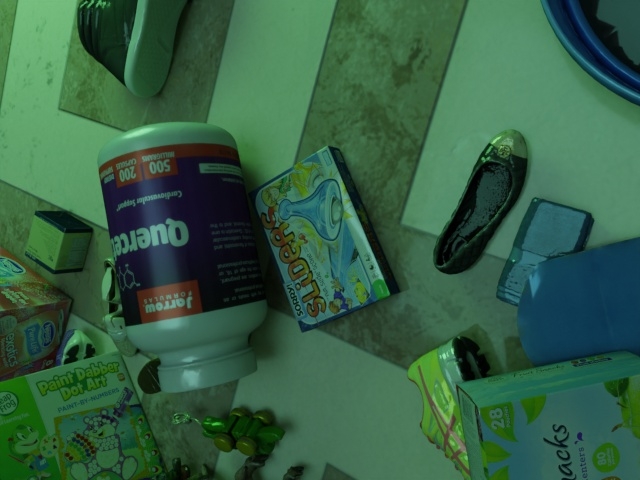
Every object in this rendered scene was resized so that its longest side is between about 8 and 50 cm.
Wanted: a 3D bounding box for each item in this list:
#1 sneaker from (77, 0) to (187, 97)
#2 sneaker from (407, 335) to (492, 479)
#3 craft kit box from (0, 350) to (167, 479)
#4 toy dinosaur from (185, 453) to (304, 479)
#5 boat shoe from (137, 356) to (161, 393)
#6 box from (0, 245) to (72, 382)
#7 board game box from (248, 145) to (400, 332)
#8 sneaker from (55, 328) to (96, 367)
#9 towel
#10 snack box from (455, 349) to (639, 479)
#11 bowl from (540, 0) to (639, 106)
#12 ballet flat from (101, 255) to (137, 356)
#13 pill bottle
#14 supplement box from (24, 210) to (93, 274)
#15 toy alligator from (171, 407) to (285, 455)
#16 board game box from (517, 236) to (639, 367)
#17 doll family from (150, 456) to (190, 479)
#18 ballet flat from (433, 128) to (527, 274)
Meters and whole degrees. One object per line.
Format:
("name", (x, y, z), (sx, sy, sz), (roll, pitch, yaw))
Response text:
("sneaker", (-0.269, -0.373, 0.806), (0.147, 0.105, 0.295), (30, 110, 19))
("sneaker", (0.160, 0.215, 0.617), (0.094, 0.082, 0.208), (-26, 75, 38))
("craft kit box", (-0.358, 0.304, 0.800), (0.061, 0.250, 0.246), (-35, 77, 26))
("toy dinosaur", (-0.082, 0.406, 0.729), (0.296, 0.127, 0.200), (6, 102, 34))
("boat shoe", (-0.219, 0.184, 0.834), (0.135, 0.045, 0.050), (-38, 82, 21))
("box", (-0.607, 0.112, 0.990), (0.300, 0.142, 0.154), (26, 104, 26))
("board game box", (0.000, 0.000, 0.713), (0.136, 0.035, 0.201), (-28, 79, 27))
("sneaker", (-0.424, 0.230, 0.950), (0.071, 0.068, 0.169), (31, 106, 48))
("towel", (0.235, 0.018, 0.588), (0.067, 0.029, 0.119), (23, 104, 25))
("snack box", (0.232, 0.223, 0.517), (0.175, 0.070, 0.207), (-10, 95, -3))
("bowl", (0.389, -0.286, 0.466), (0.391, 0.077, 0.390), (1, 93, 29))
("ballet flat", (-0.325, 0.105, 0.885), (0.057, 0.052, 0.168), (-3, 91, 29))
("pill bottle", (-0.173, 0.022, 0.726), (0.182, 0.181, 0.322), (-14, 85, 29))
("supplement box", (-0.444, 0.002, 0.945), (0.083, 0.056, 0.083), (25, 103, 26))
("toy alligator", (-0.126, 0.273, 0.783), (0.190, 0.056, 0.051), (-3, 122, 29))
("board game box", (0.278, 0.069, 0.556), (0.169, 0.033, 0.133), (-16, 97, 6))
("doll family", (-0.222, 0.418, 0.812), (0.076, 0.111, 0.192), (25, 99, 28))
("ballet flat", (0.176, -0.038, 0.606), (0.058, 0.049, 0.173), (28, 105, 24))
